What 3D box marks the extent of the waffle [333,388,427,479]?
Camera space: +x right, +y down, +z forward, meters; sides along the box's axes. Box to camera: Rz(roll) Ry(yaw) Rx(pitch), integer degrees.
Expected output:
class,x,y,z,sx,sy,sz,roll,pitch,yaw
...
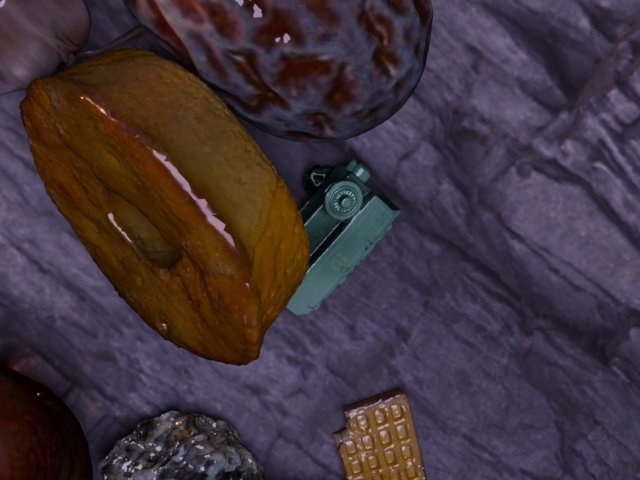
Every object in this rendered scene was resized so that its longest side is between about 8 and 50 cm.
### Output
class,x,y,z,sx,sy,sz,roll,pitch,yaw
waffle,0.064,0.232,1.151,0.092,0.021,0.135,-18,105,-6

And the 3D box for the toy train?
class,x,y,z,sx,sy,sz,roll,pitch,yaw
toy train,0.000,0.000,1.064,0.099,0.070,0.172,40,94,-27

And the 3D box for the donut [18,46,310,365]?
class,x,y,z,sx,sy,sz,roll,pitch,yaw
donut,-0.128,-0.034,0.934,0.110,0.303,0.303,-41,108,-26

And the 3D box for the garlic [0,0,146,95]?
class,x,y,z,sx,sy,sz,roll,pitch,yaw
garlic,-0.239,-0.215,0.906,0.256,0.207,0.207,0,103,-18

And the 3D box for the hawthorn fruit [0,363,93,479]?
class,x,y,z,sx,sy,sz,roll,pitch,yaw
hawthorn fruit,-0.392,0.237,0.950,0.368,0.285,0.285,3,102,-2

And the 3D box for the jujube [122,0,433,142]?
class,x,y,z,sx,sy,sz,roll,pitch,yaw
jujube,-0.038,-0.213,0.901,0.308,0.246,0.215,40,69,-28

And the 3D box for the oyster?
class,x,y,z,sx,sy,sz,roll,pitch,yaw
oyster,-0.136,0.238,1.094,0.177,0.064,0.125,-10,117,-15
